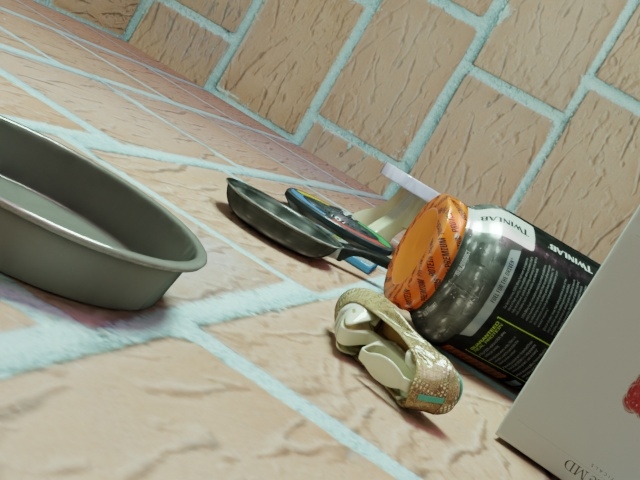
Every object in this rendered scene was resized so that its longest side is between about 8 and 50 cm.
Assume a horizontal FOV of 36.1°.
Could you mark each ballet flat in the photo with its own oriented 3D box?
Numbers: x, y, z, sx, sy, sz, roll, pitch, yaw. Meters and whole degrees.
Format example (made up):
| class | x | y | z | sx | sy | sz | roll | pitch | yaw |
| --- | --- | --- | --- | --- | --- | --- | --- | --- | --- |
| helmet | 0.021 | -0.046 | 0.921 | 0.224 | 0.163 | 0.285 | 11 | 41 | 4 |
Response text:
| class | x | y | z | sx | sy | sz | roll | pitch | yaw |
| --- | --- | --- | --- | --- | --- | --- | --- | --- | --- |
| ballet flat | 0.057 | 0.101 | 0.971 | 0.067 | 0.073 | 0.206 | 6 | 17 | -36 |

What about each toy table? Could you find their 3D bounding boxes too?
| class | x | y | z | sx | sy | sz | roll | pitch | yaw |
| --- | --- | --- | --- | --- | --- | --- | --- | --- | --- |
| toy table | 0.184 | -0.043 | 2.024 | 0.274 | 0.161 | 0.252 | 24 | 10 | -45 |

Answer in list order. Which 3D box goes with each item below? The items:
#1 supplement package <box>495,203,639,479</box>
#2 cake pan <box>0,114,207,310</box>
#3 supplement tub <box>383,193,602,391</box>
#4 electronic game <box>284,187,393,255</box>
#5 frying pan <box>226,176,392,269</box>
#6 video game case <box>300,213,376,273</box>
| class | x | y | z | sx | sy | sz | roll | pitch | yaw |
| --- | --- | --- | --- | --- | --- | --- | --- | --- | --- |
| supplement package | 0.348 | 0.127 | 1.035 | 0.177 | 0.293 | 0.175 | 33 | 8 | 21 |
| cake pan | -0.231 | -0.033 | 0.787 | 0.293 | 0.054 | 0.293 | 30 | 8 | -4 |
| supplement tub | 0.269 | 0.087 | 1.327 | 0.338 | 0.207 | 0.207 | 29 | 8 | -12 |
| electronic game | 0.035 | -0.035 | 1.827 | 0.229 | 0.048 | 0.229 | 30 | 7 | -4 |
| frying pan | -0.020 | -0.014 | 1.477 | 0.197 | 0.053 | 0.326 | 36 | 8 | 39 |
| video game case | 0.019 | 0.003 | 1.646 | 0.166 | 0.015 | 0.119 | 31 | 8 | 7 |
